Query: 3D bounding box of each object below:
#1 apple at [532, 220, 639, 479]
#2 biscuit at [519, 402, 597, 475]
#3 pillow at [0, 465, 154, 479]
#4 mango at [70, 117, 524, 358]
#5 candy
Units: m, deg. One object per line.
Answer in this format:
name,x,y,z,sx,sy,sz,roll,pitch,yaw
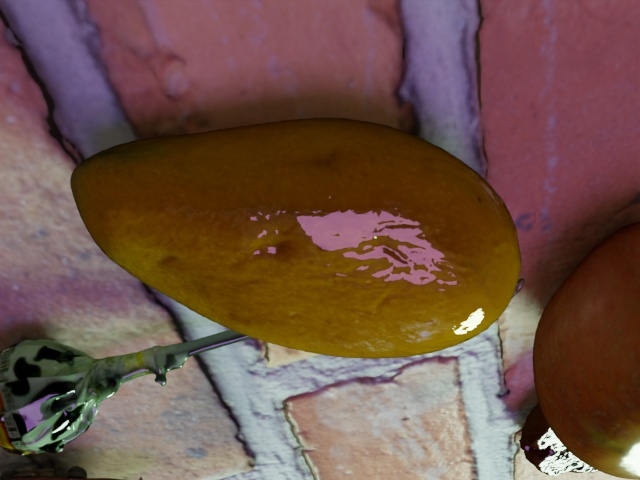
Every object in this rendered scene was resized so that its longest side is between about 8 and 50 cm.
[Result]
apple,0.278,0.087,0.577,0.211,0.173,0.235,14,136,-29
biscuit,0.302,0.188,0.756,0.192,0.049,0.192,-11,136,-11
pillow,-0.265,0.276,0.686,0.172,0.075,0.179,12,131,-29
mango,0.000,0.000,0.468,0.317,0.119,0.176,9,137,-14
candy,-0.121,0.096,0.568,0.306,0.083,0.091,-15,132,-10
